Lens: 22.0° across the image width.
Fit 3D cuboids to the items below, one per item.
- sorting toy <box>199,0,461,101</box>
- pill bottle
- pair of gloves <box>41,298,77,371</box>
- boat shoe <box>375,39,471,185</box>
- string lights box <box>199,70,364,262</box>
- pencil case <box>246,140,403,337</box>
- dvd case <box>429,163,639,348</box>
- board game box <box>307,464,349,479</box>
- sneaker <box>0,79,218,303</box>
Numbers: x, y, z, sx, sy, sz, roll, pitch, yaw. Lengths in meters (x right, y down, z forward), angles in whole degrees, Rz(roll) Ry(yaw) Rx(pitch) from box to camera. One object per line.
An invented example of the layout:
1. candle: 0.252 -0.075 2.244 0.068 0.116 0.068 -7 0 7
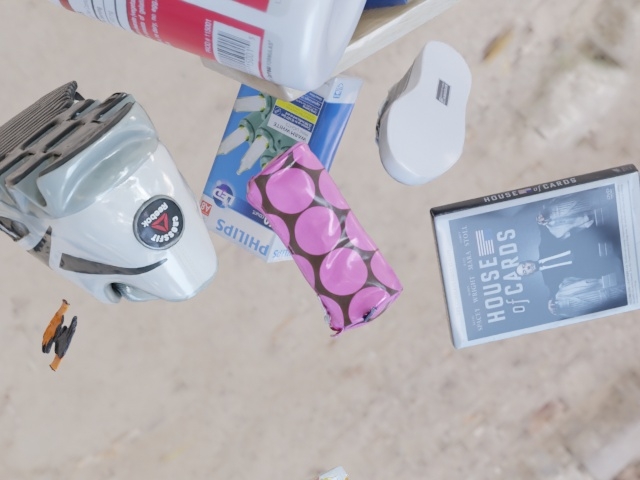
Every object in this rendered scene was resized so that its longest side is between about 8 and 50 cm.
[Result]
1. sorting toy: -0.002 -0.284 1.933 0.257 0.255 0.089 -32 117 -15
2. pill bottle: -0.156 -0.322 1.695 0.229 0.408 0.229 21 90 -82
3. pair of gloves: -0.326 0.117 2.046 0.010 0.083 0.074 22 100 -29
4. boat shoe: 0.116 -0.146 2.099 0.108 0.301 0.102 35 125 -13
5. string lights box: -0.056 -0.116 2.143 0.077 0.133 0.259 -6 120 -60
6. pencil case: 0.000 0.000 1.800 0.098 0.209 0.095 -33 175 -7
7. dvd case: 0.254 0.020 1.883 0.239 0.029 0.179 -13 117 -3
8. board game box: -0.045 0.375 1.911 0.142 0.144 0.275 -25 173 -25
9. sneaker: -0.162 -0.021 1.128 0.122 0.330 0.146 -40 110 -10
